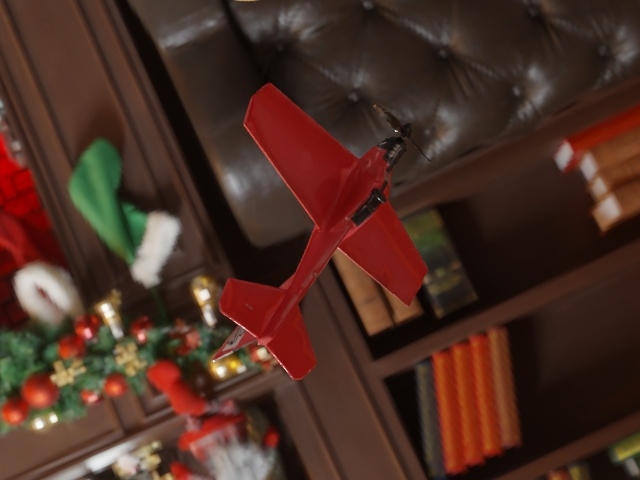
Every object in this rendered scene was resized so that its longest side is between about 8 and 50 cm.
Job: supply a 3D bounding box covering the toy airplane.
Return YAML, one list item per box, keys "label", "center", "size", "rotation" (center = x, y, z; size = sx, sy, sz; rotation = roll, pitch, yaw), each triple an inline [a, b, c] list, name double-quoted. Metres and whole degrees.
- label: "toy airplane"
  center: [0.000, 0.000, 0.568]
  size: [0.151, 0.151, 0.028]
  rotation: [-17, -158, -32]
